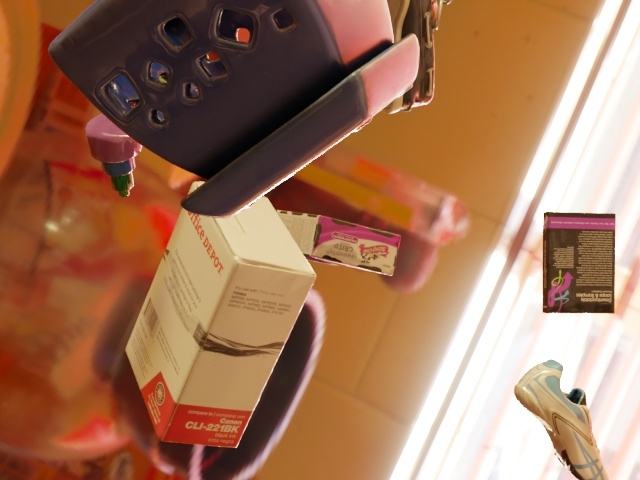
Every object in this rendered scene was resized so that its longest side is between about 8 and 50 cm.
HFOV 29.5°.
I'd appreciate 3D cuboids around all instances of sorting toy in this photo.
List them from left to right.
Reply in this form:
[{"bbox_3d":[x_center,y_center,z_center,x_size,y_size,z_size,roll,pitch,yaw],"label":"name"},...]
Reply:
[{"bbox_3d":[-0.175,-0.173,1.610,0.365,0.127,0.126,-49,147,-42],"label":"sorting toy"}]

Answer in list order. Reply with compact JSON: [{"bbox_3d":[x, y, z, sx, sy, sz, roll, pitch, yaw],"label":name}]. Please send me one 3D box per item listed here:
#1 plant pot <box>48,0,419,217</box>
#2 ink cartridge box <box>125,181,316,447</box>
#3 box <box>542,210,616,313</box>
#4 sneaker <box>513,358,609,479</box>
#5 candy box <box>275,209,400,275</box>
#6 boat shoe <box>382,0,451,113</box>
[{"bbox_3d":[-0.055,-0.166,1.074,0.236,0.212,0.236,-33,-175,25],"label":"plant pot"},{"bbox_3d":[-0.133,0.092,1.535,0.114,0.197,0.273,10,117,-29],"label":"ink cartridge box"},{"bbox_3d":[0.409,0.036,1.931,0.029,0.116,0.162,169,-77,-77],"label":"box"},{"bbox_3d":[0.356,0.265,1.709,0.086,0.085,0.237,-37,117,-3],"label":"sneaker"},{"bbox_3d":[0.000,0.000,1.998,0.159,0.233,0.071,14,88,-29],"label":"candy box"},{"bbox_3d":[0.114,-0.282,1.537,0.079,0.095,0.254,-14,120,-21],"label":"boat shoe"}]
